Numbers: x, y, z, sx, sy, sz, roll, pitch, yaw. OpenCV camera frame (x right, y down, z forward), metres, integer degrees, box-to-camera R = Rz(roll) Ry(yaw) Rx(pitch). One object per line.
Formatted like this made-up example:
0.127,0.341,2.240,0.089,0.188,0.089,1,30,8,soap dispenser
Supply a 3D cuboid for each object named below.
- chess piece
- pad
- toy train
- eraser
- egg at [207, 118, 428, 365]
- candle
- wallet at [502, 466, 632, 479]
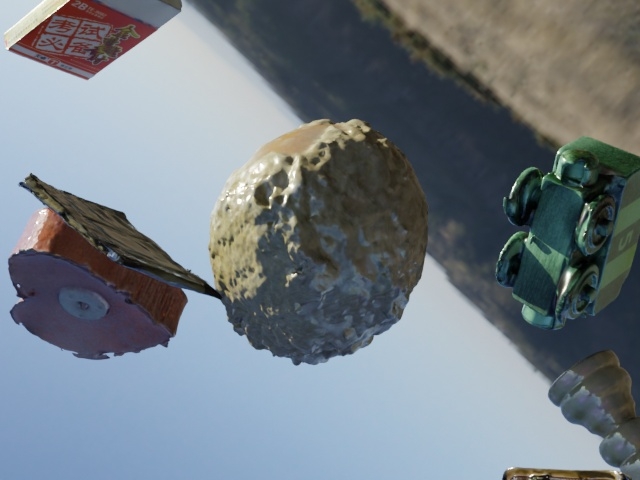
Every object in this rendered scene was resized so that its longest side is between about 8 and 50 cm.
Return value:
0.347,0.215,1.321,0.170,0.094,0.094,54,-169,30,chess piece
-0.237,-0.002,1.367,0.233,0.022,0.174,34,-174,39,pad
0.395,-0.015,1.808,0.167,0.299,0.238,29,-144,31,toy train
-0.342,-0.327,1.741,0.157,0.230,0.038,18,-127,-47,eraser
0.000,0.000,1.374,0.279,0.310,0.279,11,-143,-8,egg
-0.358,0.074,1.892,0.287,0.131,0.317,16,147,6,candle
0.196,0.261,0.852,0.031,0.110,0.198,-34,-68,-51,wallet
